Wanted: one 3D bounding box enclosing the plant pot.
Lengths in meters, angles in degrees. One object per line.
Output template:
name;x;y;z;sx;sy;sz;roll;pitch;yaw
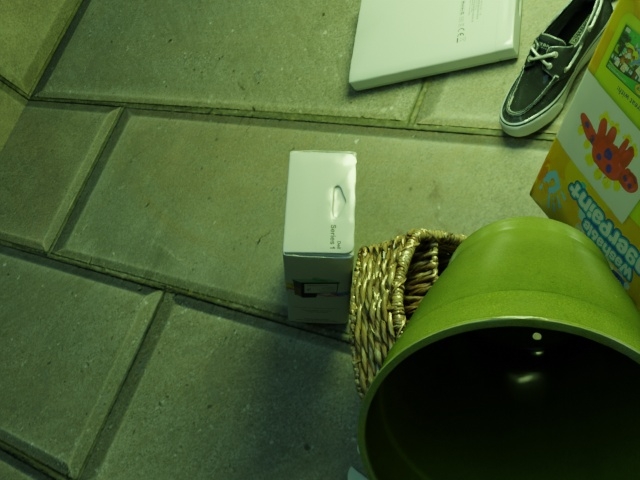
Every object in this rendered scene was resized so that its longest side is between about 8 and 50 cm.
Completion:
plant pot;0.259;0.148;1.031;0.367;0.366;0.353;-19;24;24

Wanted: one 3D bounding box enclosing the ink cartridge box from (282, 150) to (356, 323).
ink cartridge box;0.000;0.000;1.416;0.117;0.278;0.201;2;62;1

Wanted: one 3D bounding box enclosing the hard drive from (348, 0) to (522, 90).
hard drive;0.235;-0.442;1.670;0.353;0.047;0.232;-6;62;31

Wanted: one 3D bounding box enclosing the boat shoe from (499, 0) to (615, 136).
boat shoe;0.414;-0.325;1.447;0.301;0.102;0.108;-50;49;0

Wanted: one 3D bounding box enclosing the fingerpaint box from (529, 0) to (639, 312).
fingerpaint box;0.513;-0.063;1.064;0.163;0.371;0.444;-8;46;-22

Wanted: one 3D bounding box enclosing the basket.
basket;0.184;0.130;1.272;0.223;0.213;0.299;-14;58;28

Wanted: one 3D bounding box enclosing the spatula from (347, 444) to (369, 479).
spatula;0.127;0.419;1.277;0.242;0.019;0.168;24;79;40
